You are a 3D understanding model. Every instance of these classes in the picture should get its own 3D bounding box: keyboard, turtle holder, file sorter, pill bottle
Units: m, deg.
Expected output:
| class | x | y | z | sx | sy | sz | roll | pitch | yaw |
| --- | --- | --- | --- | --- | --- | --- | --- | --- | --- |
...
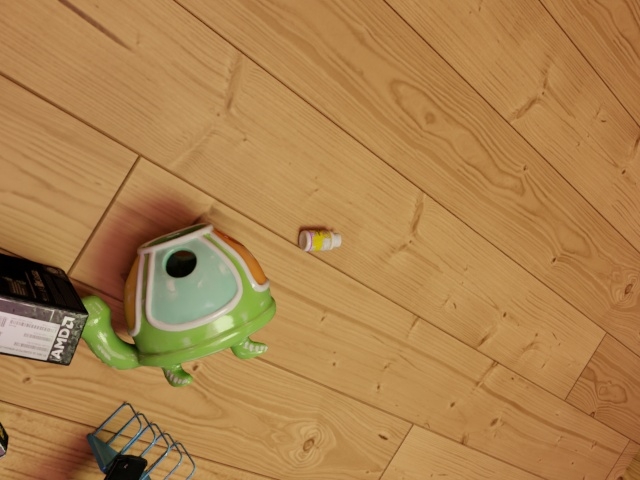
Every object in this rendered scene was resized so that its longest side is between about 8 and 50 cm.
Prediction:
| class | x | y | z | sx | sy | sz | roll | pitch | yaw |
| --- | --- | --- | --- | --- | --- | --- | --- | --- | --- |
| keyboard | -0.391 | 0.459 | 1.122 | 0.100 | 0.038 | 0.192 | 40 | 75 | -48 |
| turtle holder | -0.249 | 0.104 | 1.127 | 0.320 | 0.243 | 0.228 | -14 | 103 | 18 |
| file sorter | -0.342 | 0.412 | 1.231 | 0.104 | 0.118 | 0.170 | -46 | 124 | -12 |
| pill bottle | 0.000 | 0.000 | 1.319 | 0.083 | 0.043 | 0.043 | -2 | 109 | -31 |

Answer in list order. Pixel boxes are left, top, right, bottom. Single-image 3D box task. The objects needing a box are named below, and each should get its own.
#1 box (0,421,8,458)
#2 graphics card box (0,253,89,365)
| class | x | y | z | sx | sy | sz | roll | pitch | yaw |
| --- | --- | --- | --- | --- | --- | --- | --- | --- | --- |
| box | -0.695 | 0.300 | 0.977 | 0.322 | 0.079 | 0.257 | -29 | 106 | -19 |
| graphics card box | -0.543 | 0.065 | 0.911 | 0.370 | 0.232 | 0.094 | 19 | 94 | -35 |
